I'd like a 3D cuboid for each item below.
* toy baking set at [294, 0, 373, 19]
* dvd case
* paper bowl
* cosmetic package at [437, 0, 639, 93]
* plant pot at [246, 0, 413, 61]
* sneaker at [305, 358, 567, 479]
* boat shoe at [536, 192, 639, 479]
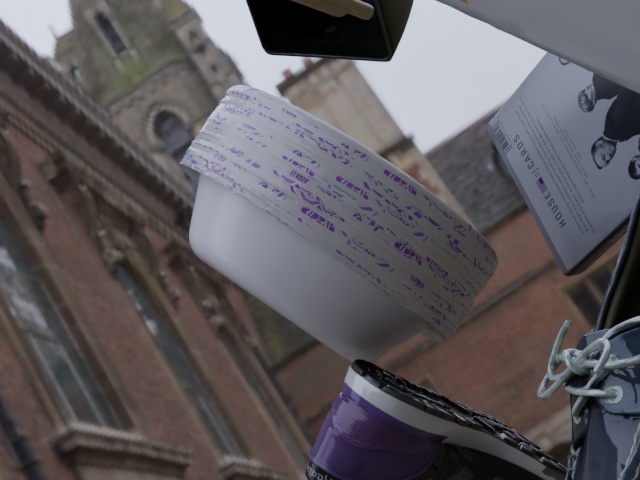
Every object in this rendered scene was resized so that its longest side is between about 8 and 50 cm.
[{"bbox_3d":[-0.066,-0.285,1.182,0.256,0.197,0.030,7,-65,-50],"label":"toy baking set"},{"bbox_3d":[0.250,-0.103,1.038,0.030,0.179,0.238,-8,-28,-30],"label":"dvd case"},{"bbox_3d":[0.000,0.000,1.024,0.148,0.284,0.284,-55,-18,-4],"label":"paper bowl"},{"bbox_3d":[0.146,-0.186,0.465,0.161,0.453,0.230,-45,-41,-12],"label":"cosmetic package"},{"bbox_3d":[0.020,-0.344,1.419,0.167,0.188,0.187,-55,-40,-37],"label":"plant pot"},{"bbox_3d":[0.103,0.203,0.996,0.283,0.107,0.124,27,-87,-32],"label":"sneaker"},{"bbox_3d":[0.163,0.066,0.599,0.254,0.079,0.095,-56,7,-30],"label":"boat shoe"}]
